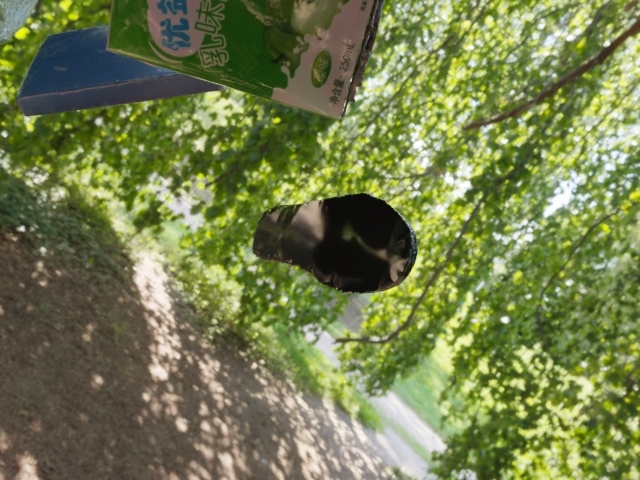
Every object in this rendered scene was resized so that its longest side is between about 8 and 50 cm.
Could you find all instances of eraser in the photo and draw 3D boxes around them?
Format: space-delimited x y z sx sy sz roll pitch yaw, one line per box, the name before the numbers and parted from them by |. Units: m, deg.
eraser | -0.273 -0.255 0.824 0.311 0.144 0.043 -4 -34 14

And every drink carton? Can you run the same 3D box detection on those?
drink carton | -0.074 -0.241 0.617 0.271 0.161 0.108 17 24 -2

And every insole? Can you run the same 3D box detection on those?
insole | 0.000 0.000 0.657 0.012 0.110 0.309 22 -10 -33

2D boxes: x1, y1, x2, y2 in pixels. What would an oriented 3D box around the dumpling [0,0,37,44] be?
dumpling | -0.508 -0.412 0.830 0.175 0.243 0.227 33 22 26
